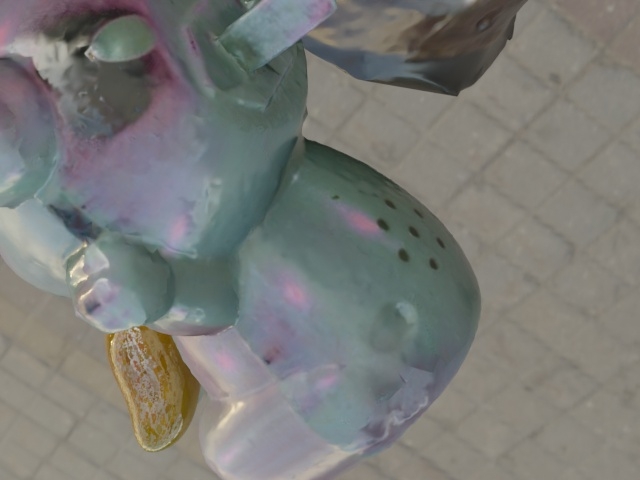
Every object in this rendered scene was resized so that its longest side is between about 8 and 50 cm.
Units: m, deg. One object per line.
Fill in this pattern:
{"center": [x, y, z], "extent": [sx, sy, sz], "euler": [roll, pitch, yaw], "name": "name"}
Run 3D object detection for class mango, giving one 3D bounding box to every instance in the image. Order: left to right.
{"center": [-0.182, 0.138, 1.568], "extent": [0.102, 0.184, 0.085], "euler": [-15, 160, 11], "name": "mango"}

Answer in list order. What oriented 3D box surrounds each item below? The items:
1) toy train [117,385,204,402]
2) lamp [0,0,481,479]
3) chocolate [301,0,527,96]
{"center": [-0.229, 0.213, 2.201], "extent": [0.088, 0.086, 0.407], "euler": [12, 170, 5], "name": "toy train"}
{"center": [-0.043, -0.034, 0.737], "extent": [0.247, 0.247, 0.301], "euler": [-33, 109, 34], "name": "lamp"}
{"center": [0.079, -0.355, 1.071], "extent": [0.384, 0.383, 0.331], "euler": [36, 128, -8], "name": "chocolate"}
